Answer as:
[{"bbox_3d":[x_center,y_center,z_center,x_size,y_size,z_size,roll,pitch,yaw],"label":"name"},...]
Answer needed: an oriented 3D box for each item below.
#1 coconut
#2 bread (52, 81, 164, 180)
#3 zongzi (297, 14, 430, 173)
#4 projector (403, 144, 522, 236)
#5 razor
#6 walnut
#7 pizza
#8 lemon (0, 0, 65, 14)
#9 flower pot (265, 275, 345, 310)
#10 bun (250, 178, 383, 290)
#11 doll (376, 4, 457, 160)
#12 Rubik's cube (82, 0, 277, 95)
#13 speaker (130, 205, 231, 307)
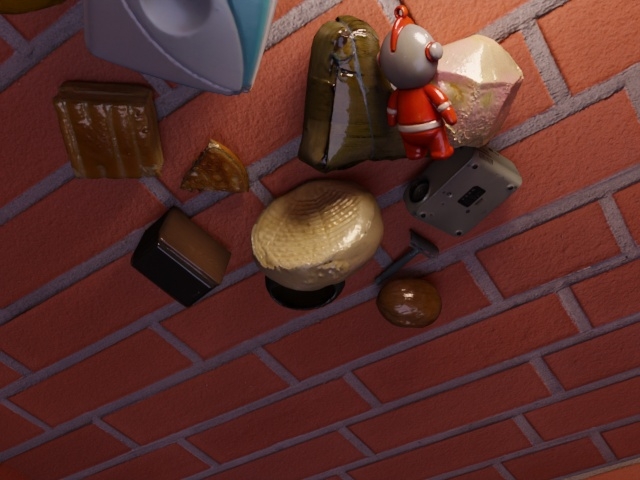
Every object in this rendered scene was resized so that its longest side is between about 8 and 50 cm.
[{"bbox_3d":[0.343,-0.352,1.452,0.233,0.233,0.245,5,133,-3],"label":"coconut"},{"bbox_3d":[-0.536,-0.274,1.617,0.239,0.111,0.246,3,130,0],"label":"bread"},{"bbox_3d":[0.148,-0.354,1.522,0.393,0.174,0.356,-6,120,-21],"label":"zongzi"},{"bbox_3d":[0.379,-0.138,1.680,0.198,0.108,0.250,24,128,-31],"label":"projector"},{"bbox_3d":[0.243,0.067,1.919,0.106,0.068,0.232,31,130,-21],"label":"razor"},{"bbox_3d":[0.274,0.194,1.949,0.207,0.167,0.167,4,130,-3],"label":"walnut"},{"bbox_3d":[-0.303,-0.193,1.711,0.193,0.053,0.201,-12,139,10],"label":"pizza"},{"bbox_3d":[-0.625,-0.604,1.205,0.364,0.364,0.364,1,130,1],"label":"lemon"},{"bbox_3d":[-0.047,0.115,1.896,0.243,0.157,0.189,-5,131,5],"label":"flower pot"},{"bbox_3d":[0.000,0.005,1.696,0.364,0.364,0.202,-15,131,13],"label":"bun"},{"bbox_3d":[0.206,-0.339,1.366,0.200,0.105,0.336,10,123,51],"label":"doll"},{"bbox_3d":[-0.251,-0.534,1.238,0.352,0.347,0.352,15,128,-11],"label":"Rubik's cube"},{"bbox_3d":[-0.407,0.049,1.835,0.153,0.192,0.231,-36,116,28],"label":"speaker"}]
